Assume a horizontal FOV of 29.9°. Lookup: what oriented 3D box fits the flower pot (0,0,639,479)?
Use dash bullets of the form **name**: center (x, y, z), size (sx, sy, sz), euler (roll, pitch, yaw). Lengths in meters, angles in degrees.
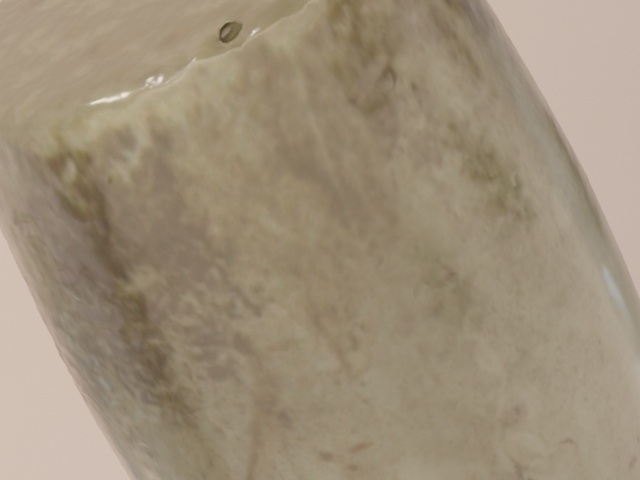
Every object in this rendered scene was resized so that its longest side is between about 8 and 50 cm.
- **flower pot**: center (0.000, 0.000, 0.599), size (0.294, 0.294, 0.330), euler (-37, -56, -17)
